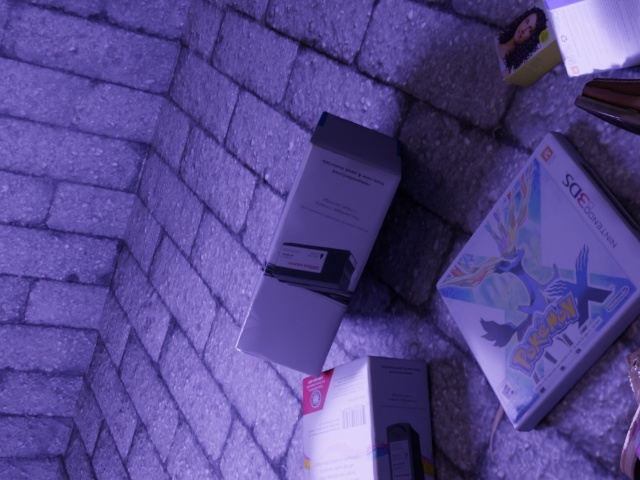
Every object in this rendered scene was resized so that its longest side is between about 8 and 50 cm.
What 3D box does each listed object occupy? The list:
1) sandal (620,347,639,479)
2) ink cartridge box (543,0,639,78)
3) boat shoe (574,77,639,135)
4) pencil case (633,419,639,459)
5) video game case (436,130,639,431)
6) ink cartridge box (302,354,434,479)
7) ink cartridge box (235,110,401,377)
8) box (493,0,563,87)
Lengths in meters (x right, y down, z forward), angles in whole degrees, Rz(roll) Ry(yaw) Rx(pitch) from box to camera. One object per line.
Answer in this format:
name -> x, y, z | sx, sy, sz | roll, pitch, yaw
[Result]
sandal -> 0.398, 0.171, 1.083 | 0.079, 0.088, 0.240 | 35, 117, 51
ink cartridge box -> 0.380, -0.324, 1.155 | 0.208, 0.045, 0.206 | 2, 118, 59
boat shoe -> 0.454, -0.167, 1.081 | 0.307, 0.110, 0.104 | 27, 101, 47
pencil case -> 0.453, 0.089, 0.918 | 0.167, 0.160, 0.386 | -53, -23, -70
video game case -> 0.318, 0.057, 1.292 | 0.329, 0.036, 0.300 | -59, 37, 31
ink cartridge box -> 0.077, 0.367, 1.505 | 0.226, 0.131, 0.306 | -28, 59, 53
ink cartridge box -> 0.000, 0.000, 1.595 | 0.285, 0.166, 0.395 | -75, 7, -71
box -> 0.358, -0.324, 1.311 | 0.232, 0.058, 0.087 | -38, 52, 47
